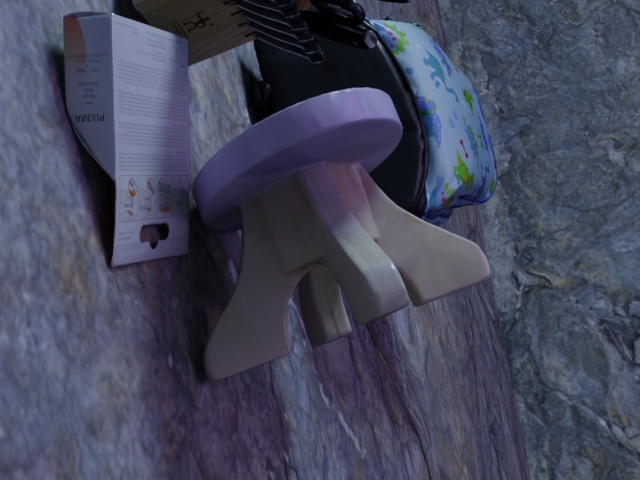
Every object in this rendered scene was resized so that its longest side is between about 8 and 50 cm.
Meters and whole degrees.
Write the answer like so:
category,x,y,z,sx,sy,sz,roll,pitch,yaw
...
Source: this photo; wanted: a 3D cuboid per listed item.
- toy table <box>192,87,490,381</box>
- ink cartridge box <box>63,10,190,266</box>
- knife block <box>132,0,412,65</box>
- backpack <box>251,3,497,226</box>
category,x,y,z,sx,sy,sz,roll,pitch,yaw
toy table,0.000,0.000,0.856,0.274,0.252,0.161,89,-20,-82
ink cartridge box,-0.144,-0.075,0.794,0.145,0.045,0.179,-13,106,-75
knife block,-0.039,-0.260,0.879,0.088,0.242,0.276,55,18,-52
backpack,0.082,-0.121,1.263,0.355,0.273,0.290,59,12,-78
